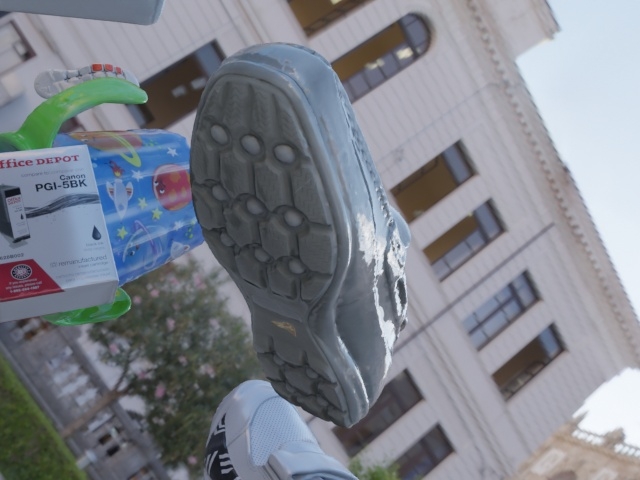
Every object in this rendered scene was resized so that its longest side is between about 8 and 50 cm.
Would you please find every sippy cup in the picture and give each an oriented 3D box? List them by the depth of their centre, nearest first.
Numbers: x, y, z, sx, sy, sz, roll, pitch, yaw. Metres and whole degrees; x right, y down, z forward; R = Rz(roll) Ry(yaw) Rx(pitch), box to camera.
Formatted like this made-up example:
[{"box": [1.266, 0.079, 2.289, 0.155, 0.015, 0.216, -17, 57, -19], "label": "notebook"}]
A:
[{"box": [-0.269, -0.041, 1.042, 0.305, 0.224, 0.240, -32, -101, 52], "label": "sippy cup"}]

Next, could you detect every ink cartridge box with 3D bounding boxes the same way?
[{"box": [-0.237, -0.009, 0.707, 0.056, 0.099, 0.135, 127, -51, -59], "label": "ink cartridge box"}]

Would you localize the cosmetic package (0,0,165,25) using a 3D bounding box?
[{"box": [-0.231, -0.316, 0.279, 0.327, 0.394, 0.329, 129, -42, -60], "label": "cosmetic package"}]

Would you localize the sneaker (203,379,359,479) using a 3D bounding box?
[{"box": [0.030, 0.232, 0.682, 0.137, 0.210, 0.365, 28, 28, -38], "label": "sneaker"}]

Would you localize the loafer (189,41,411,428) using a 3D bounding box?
[{"box": [0.000, 0.000, 0.523, 0.112, 0.111, 0.319, 22, -33, 22], "label": "loafer"}]

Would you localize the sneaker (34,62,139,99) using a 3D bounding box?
[{"box": [-0.366, -0.245, 1.304, 0.065, 0.158, 0.061, 173, -82, -78], "label": "sneaker"}]
